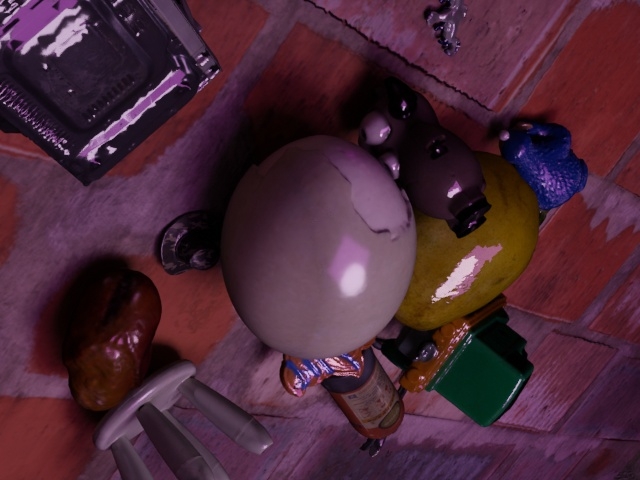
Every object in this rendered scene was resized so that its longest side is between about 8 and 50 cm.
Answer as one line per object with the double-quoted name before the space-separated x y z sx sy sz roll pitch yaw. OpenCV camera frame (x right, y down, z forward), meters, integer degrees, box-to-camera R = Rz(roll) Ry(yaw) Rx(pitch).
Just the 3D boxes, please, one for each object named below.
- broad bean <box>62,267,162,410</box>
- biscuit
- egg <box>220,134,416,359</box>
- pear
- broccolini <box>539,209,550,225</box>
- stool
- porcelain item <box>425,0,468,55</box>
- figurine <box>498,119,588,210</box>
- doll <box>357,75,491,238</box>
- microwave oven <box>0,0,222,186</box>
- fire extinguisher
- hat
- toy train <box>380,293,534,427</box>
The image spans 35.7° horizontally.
"broad bean" -0.296 0.142 1.408 0.122 0.156 0.228 20 127 -5
"biscuit" 0.024 0.143 1.693 0.183 0.043 0.280 37 82 -20
"egg" 0.000 0.000 1.402 0.278 0.278 0.336 -19 143 -28
"pear" 0.209 -0.002 1.612 0.307 0.253 0.253 -51 143 1
"broccolini" 0.390 -0.043 1.911 0.202 0.091 0.068 -26 -175 -39
"stool" -0.219 0.317 1.539 0.195 0.199 0.195 -28 163 -53
"porcelain item" 0.184 -0.330 1.461 0.075 0.021 0.136 -17 136 -30
"figurine" 0.389 -0.127 1.764 0.262 0.121 0.164 11 122 -45
"doll" 0.148 -0.122 1.447 0.117 0.257 0.182 -37 165 -13
"microwave oven" -0.263 -0.219 0.998 0.237 0.181 0.295 -42 153 -2
"fire extinguisher" 0.109 0.275 1.907 0.200 0.113 0.376 -38 143 -8
"hat" -0.176 0.015 1.448 0.121 0.050 0.121 -27 141 -25
"toy train" 0.276 0.197 1.829 0.178 0.249 0.429 -56 164 16
